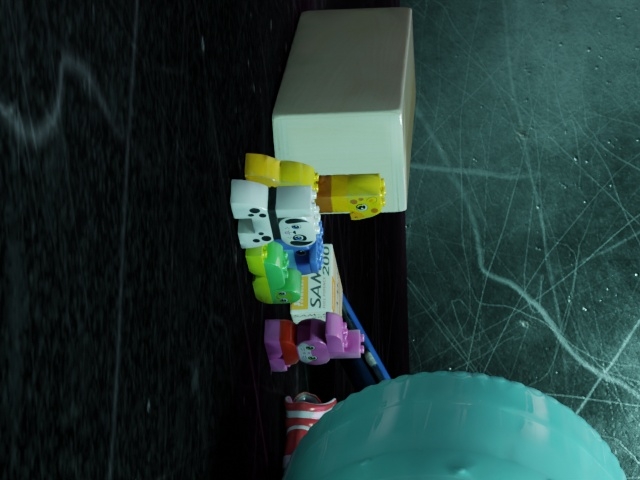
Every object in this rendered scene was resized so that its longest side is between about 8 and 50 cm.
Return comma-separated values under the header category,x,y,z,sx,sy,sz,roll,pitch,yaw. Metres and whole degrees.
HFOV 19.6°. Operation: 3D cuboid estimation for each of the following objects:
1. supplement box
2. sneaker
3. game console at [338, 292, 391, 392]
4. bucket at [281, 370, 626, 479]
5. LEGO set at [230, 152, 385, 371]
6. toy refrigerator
category,x,y,z,sx,sy,sz,roll,pitch,yaw
supplement box,-0.002,0.050,1.549,0.098,0.036,0.062,75,13,-66
sneaker,-0.005,0.158,1.463,0.118,0.042,0.067,61,31,-74
game console,0.012,0.196,1.712,0.250,0.173,0.293,-57,163,-16
bucket,0.078,0.229,1.150,0.183,0.281,0.281,-76,164,-62
LEGO set,0.000,0.000,1.290,0.227,0.093,0.087,79,10,-58
toy refrigerator,0.025,-0.110,1.545,0.269,0.102,0.094,-81,168,-66
